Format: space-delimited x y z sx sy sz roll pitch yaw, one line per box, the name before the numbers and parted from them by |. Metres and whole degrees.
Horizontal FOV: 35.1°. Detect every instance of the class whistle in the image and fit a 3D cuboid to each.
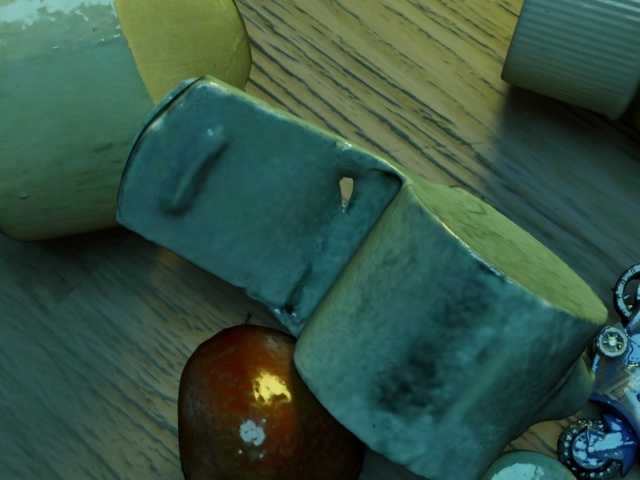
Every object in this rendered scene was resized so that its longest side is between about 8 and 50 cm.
whistle | 0.042 0.023 0.799 0.405 0.188 0.168 37 107 7
whistle | 0.212 0.244 0.843 0.198 0.057 0.104 22 82 2

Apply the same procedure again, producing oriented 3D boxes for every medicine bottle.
medicine bottle | 0.374 -0.179 0.905 0.384 0.224 0.224 18 70 8

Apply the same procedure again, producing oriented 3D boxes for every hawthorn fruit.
hawthorn fruit | -0.054 0.132 0.839 0.163 0.162 0.203 -26 60 -8

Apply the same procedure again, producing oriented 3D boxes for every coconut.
coconut | -0.211 -0.154 0.878 0.323 0.323 0.323 0 69 1

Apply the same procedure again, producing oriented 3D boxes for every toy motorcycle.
toy motorcycle | 0.283 0.121 0.870 0.114 0.076 0.205 20 82 14
